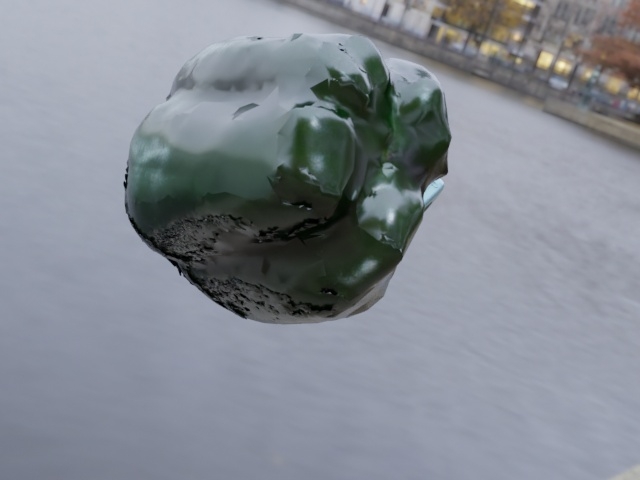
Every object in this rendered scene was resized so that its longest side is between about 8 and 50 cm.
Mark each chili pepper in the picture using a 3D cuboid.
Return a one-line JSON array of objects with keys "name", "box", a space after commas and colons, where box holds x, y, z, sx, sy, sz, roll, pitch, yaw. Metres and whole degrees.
[{"name": "chili pepper", "box": [-0.038, -0.037, 0.681, 0.165, 0.174, 0.261, 20, -13, -34]}]

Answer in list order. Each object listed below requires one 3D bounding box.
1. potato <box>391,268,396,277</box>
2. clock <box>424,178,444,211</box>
[{"name": "potato", "box": [0.001, 0.002, 1.550, 0.228, 0.148, 0.197, 36, -26, 30]}, {"name": "clock", "box": [0.126, -0.040, 1.680, 0.045, 0.147, 0.108, 44, 52, 6]}]
